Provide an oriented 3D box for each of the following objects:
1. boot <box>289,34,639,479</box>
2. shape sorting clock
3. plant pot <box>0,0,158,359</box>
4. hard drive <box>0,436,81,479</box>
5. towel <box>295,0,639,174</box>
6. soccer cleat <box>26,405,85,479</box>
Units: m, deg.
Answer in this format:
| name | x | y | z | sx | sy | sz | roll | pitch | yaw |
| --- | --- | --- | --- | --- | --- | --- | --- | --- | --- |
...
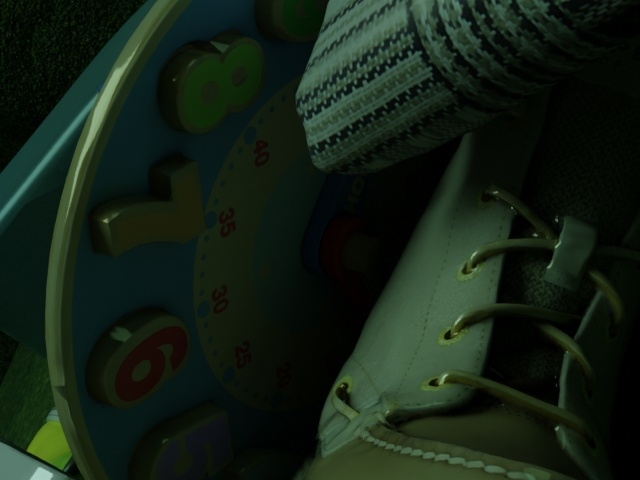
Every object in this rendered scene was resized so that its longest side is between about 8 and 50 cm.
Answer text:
| name | x | y | z | sx | sy | sz | roll | pitch | yaw |
| --- | --- | --- | --- | --- | --- | --- | --- | --- | --- |
| boot | 0.056 | 0.016 | 0.427 | 0.165 | 0.077 | 0.213 | -63 | 4 | -7 |
| shape sorting clock | 0.000 | 0.000 | 0.512 | 0.040 | 0.206 | 0.206 | 15 | 74 | 34 |
| plant pot | -0.047 | -0.047 | 0.859 | 0.234 | 0.165 | 0.166 | -52 | 13 | 13 |
| hard drive | -0.202 | 0.208 | 0.636 | 0.203 | 0.040 | 0.307 | 13 | 74 | 54 |
| towel | 0.134 | -0.192 | 0.417 | 0.312 | 0.056 | 0.324 | -28 | 32 | 45 |
| soccer cleat | -0.116 | 0.142 | 0.853 | 0.121 | 0.093 | 0.289 | -45 | 9 | 14 |
